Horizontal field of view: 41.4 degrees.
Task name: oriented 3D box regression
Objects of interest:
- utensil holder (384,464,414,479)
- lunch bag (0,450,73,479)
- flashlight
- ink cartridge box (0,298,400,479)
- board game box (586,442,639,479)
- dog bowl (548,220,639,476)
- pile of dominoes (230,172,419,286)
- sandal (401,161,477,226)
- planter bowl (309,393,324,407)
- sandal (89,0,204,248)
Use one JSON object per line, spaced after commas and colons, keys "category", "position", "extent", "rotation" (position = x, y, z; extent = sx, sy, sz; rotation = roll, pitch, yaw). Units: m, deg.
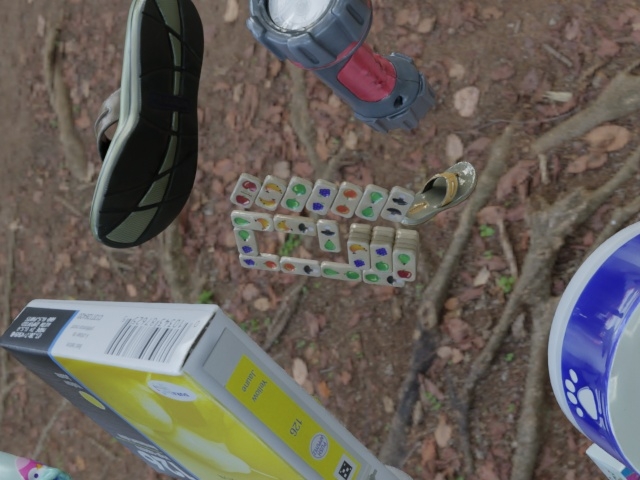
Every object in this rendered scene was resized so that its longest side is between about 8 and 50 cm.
{"category": "utensil holder", "position": [0.098, 0.514, 1.039], "extent": [0.385, 0.328, 0.327], "rotation": [44, 122, 52]}
{"category": "lunch bag", "position": [-0.298, 0.262, 0.678], "extent": [0.224, 0.160, 0.262], "rotation": [12, 142, 13]}
{"category": "flashlight", "position": [0.038, -0.178, 0.810], "extent": [0.103, 0.304, 0.103], "rotation": [-43, 67, 12]}
{"category": "ink cartridge box", "position": [-0.093, 0.167, 0.735], "extent": [0.304, 0.307, 0.072], "rotation": [-5, 44, 47]}
{"category": "board game box", "position": [0.640, 0.395, 1.476], "extent": [0.224, 0.303, 0.097], "rotation": [-46, 19, -7]}
{"category": "dog bowl", "position": [0.370, 0.111, 0.843], "extent": [0.104, 0.265, 0.264], "rotation": [-139, 56, -71]}
{"category": "pile of dominoes", "position": [0.000, 0.000, 1.090], "extent": [0.251, 0.040, 0.196], "rotation": [6, 142, 11]}
{"category": "sandal", "position": [0.211, -0.089, 1.513], "extent": [0.072, 0.180, 0.049], "rotation": [45, 158, 35]}
{"category": "planter bowl", "position": [-0.088, 0.284, 1.077], "extent": [0.217, 0.217, 0.090], "rotation": [-53, 38, 33]}
{"category": "sandal", "position": [-0.204, -0.138, 0.977], "extent": [0.086, 0.120, 0.302], "rotation": [6, 84, 40]}
